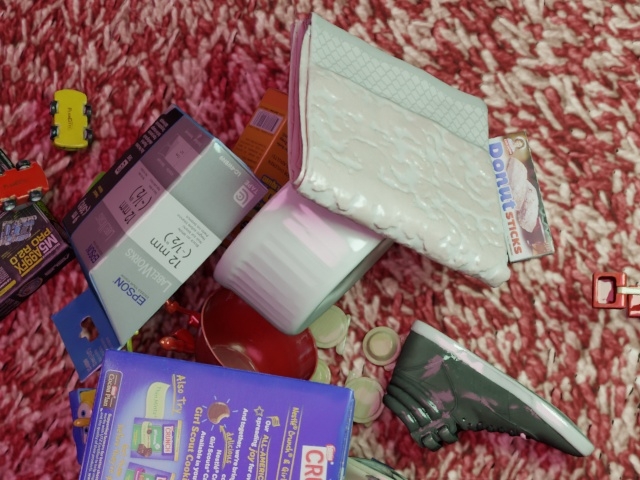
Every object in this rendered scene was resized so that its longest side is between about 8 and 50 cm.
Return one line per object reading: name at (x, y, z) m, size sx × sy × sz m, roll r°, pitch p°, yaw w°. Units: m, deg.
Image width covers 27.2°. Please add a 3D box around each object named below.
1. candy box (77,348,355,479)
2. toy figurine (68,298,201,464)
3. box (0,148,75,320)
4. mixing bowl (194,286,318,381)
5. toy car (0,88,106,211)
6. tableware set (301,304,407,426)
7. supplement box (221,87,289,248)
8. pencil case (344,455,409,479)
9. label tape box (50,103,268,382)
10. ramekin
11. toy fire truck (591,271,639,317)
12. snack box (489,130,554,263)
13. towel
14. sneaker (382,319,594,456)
candy box at (-0.130, 0.295, 1.642) m, size 0.317 × 0.122 × 0.268 m, roll 9°, pitch 79°, yaw 7°
toy figurine at (-0.256, 0.275, 1.856) m, size 0.217 × 0.191 × 0.363 m, roll -21°, pitch 73°, yaw 34°
box at (-0.526, 0.019, 1.959) m, size 0.270 × 0.060 × 0.216 m, roll -41°, pitch 77°, yaw 1°
mixing bowl at (-0.105, 0.159, 1.824) m, size 0.181 × 0.181 × 0.098 m, roll 51°, pitch 129°, yaw 14°
toy car at (-0.350, -0.084, 1.930) m, size 0.225 × 0.053 × 0.239 m, roll 33°, pitch 58°, yaw -2°
tableware set at (0.035, 0.172, 1.858) m, size 0.168 × 0.020 × 0.141 m, roll 22°, pitch 84°, yaw 14°
supplement box at (-0.088, -0.096, 1.883) m, size 0.080 × 0.078 × 0.233 m, roll 29°, pitch 87°, yaw 46°
pencil case at (-0.020, 0.472, 1.745) m, size 0.183 × 0.160 × 0.410 m, roll 30°, pitch 86°, yaw 34°
label tape box at (-0.253, -0.006, 1.774) m, size 0.347 × 0.249 × 0.115 m, roll -45°, pitch 115°, yaw -2°
ramekin at (0.000, 0.000, 1.770) m, size 0.277 × 0.277 × 0.135 m, roll -45°, pitch 83°, yaw 0°
toy fire truck at (0.455, 0.075, 1.744) m, size 0.192 × 0.135 × 0.047 m, roll 1°, pitch 80°, yaw 10°
snack box at (0.277, -0.061, 1.856) m, size 0.064 × 0.022 × 0.178 m, roll -13°, pitch 79°, yaw 8°
towel at (0.103, -0.122, 1.719) m, size 0.053 × 0.332 × 0.317 m, roll -42°, pitch 35°, yaw 39°
sneaker at (0.214, 0.243, 1.778) m, size 0.295 × 0.104 × 0.147 m, roll 32°, pitch 89°, yaw 19°
